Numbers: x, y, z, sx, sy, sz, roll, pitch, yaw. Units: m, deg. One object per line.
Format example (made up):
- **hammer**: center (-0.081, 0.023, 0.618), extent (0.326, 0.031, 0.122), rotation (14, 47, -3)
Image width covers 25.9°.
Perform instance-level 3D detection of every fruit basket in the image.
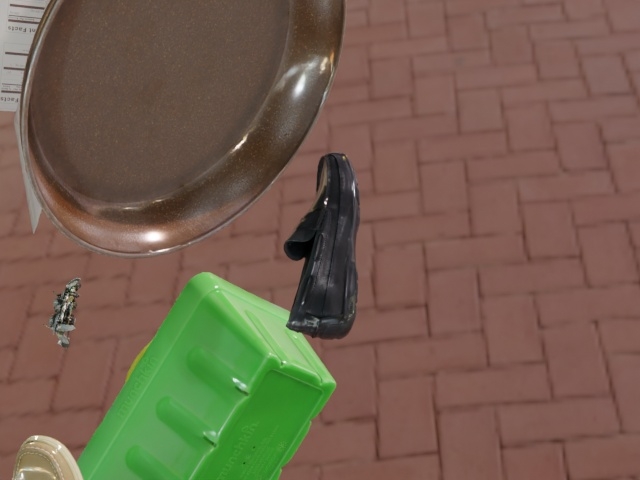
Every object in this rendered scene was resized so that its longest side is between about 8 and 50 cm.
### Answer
- **fruit basket**: center (-0.196, 0.226, 2.025), extent (0.392, 0.283, 0.392), rotation (-16, 62, 32)

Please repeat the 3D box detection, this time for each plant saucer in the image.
- **plant saucer**: center (-0.107, -0.133, 1.063), extent (0.311, 0.310, 0.050), rotation (-34, 49, -30)

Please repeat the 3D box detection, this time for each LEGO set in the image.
- **LEGO set**: center (-0.198, 0.055, 1.066), extent (0.023, 0.054, 0.083), rotation (13, -8, -11)

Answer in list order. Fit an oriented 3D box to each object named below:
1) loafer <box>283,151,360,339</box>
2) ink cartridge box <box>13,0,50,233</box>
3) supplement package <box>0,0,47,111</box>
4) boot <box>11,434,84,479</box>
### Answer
- **loafer**: center (0.000, 0.000, 1.501), extent (0.078, 0.076, 0.223), rotation (7, 61, -9)
- **ink cartridge box**: center (-0.264, -0.151, 1.458), extent (0.066, 0.232, 0.189), rotation (1, 46, -22)
- **supplement package**: center (-0.417, -0.301, 1.863), extent (0.134, 0.244, 0.139), rotation (0, 14, -36)
- **boot**: center (-0.291, 0.304, 1.304), extent (0.077, 0.213, 0.165), rotation (8, 14, 21)
